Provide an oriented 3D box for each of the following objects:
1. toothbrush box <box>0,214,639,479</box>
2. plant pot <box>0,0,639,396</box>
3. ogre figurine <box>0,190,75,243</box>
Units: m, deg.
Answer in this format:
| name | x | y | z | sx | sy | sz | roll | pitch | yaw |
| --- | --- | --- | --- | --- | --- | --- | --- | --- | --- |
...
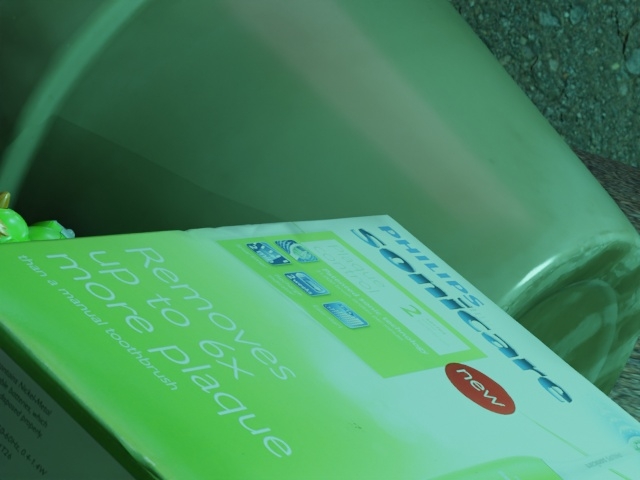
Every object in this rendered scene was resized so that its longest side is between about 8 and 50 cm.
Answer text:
| name | x | y | z | sx | sy | sz | roll | pitch | yaw |
| --- | --- | --- | --- | --- | --- | --- | --- | --- | --- |
| toothbrush box | -0.002 | 0.100 | 0.652 | 0.206 | 0.122 | 0.283 | 41 | 21 | 24 |
| plant pot | 0.000 | 0.000 | 0.949 | 0.280 | 0.323 | 0.323 | 39 | 23 | 30 |
| ogre figurine | -0.148 | 0.046 | 0.793 | 0.097 | 0.118 | 0.197 | 54 | 0 | 1 |
